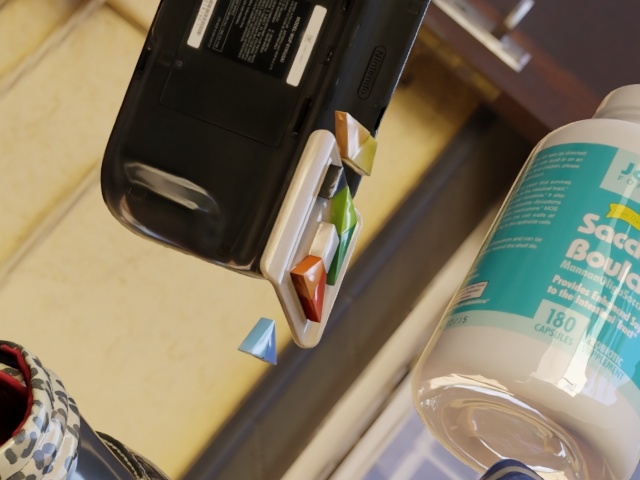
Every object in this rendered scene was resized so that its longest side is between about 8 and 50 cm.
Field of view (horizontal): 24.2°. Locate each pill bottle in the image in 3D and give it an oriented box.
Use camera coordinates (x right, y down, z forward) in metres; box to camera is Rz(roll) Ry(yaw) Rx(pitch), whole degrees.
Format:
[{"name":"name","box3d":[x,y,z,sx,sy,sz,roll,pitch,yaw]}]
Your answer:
[{"name":"pill bottle","box3d":[0.173,0.023,0.958,0.264,0.146,0.146,-59,-175,-29]}]

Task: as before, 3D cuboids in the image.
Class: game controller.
[{"name":"game controller","box3d":[-0.024,-0.134,0.981,0.067,0.166,0.319,-95,-153,-82]}]

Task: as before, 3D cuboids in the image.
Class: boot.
[{"name":"boot","box3d":[-0.123,0.110,0.700,0.085,0.179,0.236,-29,-152,-5]}]

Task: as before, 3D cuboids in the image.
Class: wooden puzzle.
[{"name":"wooden puzzle","box3d":[0.000,0.000,0.599,0.078,0.014,0.116,54,51,-64]}]

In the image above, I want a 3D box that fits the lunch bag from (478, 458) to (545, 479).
[{"name":"lunch bag","box3d":[0.100,0.179,0.853,0.098,0.067,0.065,-48,180,15]}]
